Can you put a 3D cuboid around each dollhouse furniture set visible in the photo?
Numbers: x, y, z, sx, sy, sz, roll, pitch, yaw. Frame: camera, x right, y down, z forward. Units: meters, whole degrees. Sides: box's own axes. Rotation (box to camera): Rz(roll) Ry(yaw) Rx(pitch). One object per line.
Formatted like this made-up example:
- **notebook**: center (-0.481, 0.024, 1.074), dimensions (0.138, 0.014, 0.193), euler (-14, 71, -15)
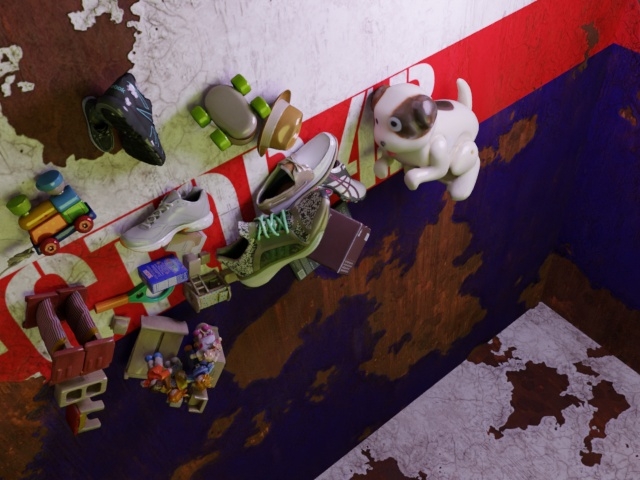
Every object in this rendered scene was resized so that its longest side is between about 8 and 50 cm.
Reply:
- **dollhouse furniture set**: center (-0.301, 0.101, 1.822), dimensions (0.181, 0.101, 0.161), euler (-21, 136, -33)
- **dollhouse furniture set**: center (-0.492, 0.345, 1.895), dimensions (0.355, 0.174, 0.303), euler (14, 113, -25)
- **dollhouse furniture set**: center (-0.657, 0.322, 1.589), dimensions (0.152, 0.201, 0.374), euler (-13, 138, -39)

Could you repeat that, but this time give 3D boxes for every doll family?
- **doll family**: center (-0.371, 0.367, 1.745), dimensions (0.263, 0.163, 0.118), euler (-30, 124, 0)

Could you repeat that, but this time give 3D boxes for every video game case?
- **video game case**: center (0.000, 0.000, 2.107), dimensions (0.274, 0.026, 0.196), euler (-40, 144, -12)

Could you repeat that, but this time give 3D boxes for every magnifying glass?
- **magnifying glass**: center (-0.512, 0.153, 1.718), dimensions (0.231, 0.026, 0.092), euler (-18, 135, -34)

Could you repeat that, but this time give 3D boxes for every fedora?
- **fedora**: center (-0.096, -0.295, 1.618), dimensions (0.194, 0.079, 0.194), euler (24, 90, -86)

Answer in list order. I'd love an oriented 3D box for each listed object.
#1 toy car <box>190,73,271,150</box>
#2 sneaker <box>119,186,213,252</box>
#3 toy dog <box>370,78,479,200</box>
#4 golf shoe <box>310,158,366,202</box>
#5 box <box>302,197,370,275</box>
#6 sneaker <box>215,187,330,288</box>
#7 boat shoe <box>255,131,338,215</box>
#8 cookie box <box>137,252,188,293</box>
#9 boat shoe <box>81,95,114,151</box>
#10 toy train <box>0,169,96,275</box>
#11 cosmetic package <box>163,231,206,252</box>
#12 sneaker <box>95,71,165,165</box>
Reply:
- **toy car**: center (-0.215, -0.297, 1.555), dimensions (0.155, 0.149, 0.188), euler (-40, 172, -5)
- **sneaker**: center (-0.399, -0.065, 1.587), dimensions (0.262, 0.099, 0.121), euler (-29, 133, -37)
- **toy dog**: center (0.326, -0.337, 1.919), dimensions (0.407, 0.284, 0.395), euler (14, 112, -49)
- **golf shoe**: center (0.062, -0.190, 1.931), dimensions (0.272, 0.105, 0.120), euler (3, 114, -48)
- **box**: center (0.020, -0.011, 1.908), dimensions (0.167, 0.203, 0.168), euler (-63, 164, 0)
- **sneaker**: center (-0.143, -0.014, 1.754), dimensions (0.410, 0.158, 0.182), euler (-40, 135, 25)
- **boat shoe**: center (-0.067, -0.192, 1.782), dimensions (0.302, 0.113, 0.103), euler (-52, 150, 7)
- **cookie box**: center (-0.429, 0.090, 1.687), dimensions (0.107, 0.092, 0.040), euler (-22, 134, -31)
- **boat shoe**: center (-0.484, -0.247, 1.357), dimensions (0.049, 0.040, 0.142), euler (-31, 141, -22)
- **toy train**: center (-0.636, -0.037, 1.355), dimensions (0.248, 0.105, 0.143), euler (-37, 133, -15)
- **cosmetic package**: center (-0.376, -0.001, 1.699), dimensions (0.115, 0.041, 0.060), euler (4, 120, -48)
- **sneaker**: center (-0.400, -0.260, 1.383), dimensions (0.267, 0.101, 0.106), euler (77, 29, -65)
